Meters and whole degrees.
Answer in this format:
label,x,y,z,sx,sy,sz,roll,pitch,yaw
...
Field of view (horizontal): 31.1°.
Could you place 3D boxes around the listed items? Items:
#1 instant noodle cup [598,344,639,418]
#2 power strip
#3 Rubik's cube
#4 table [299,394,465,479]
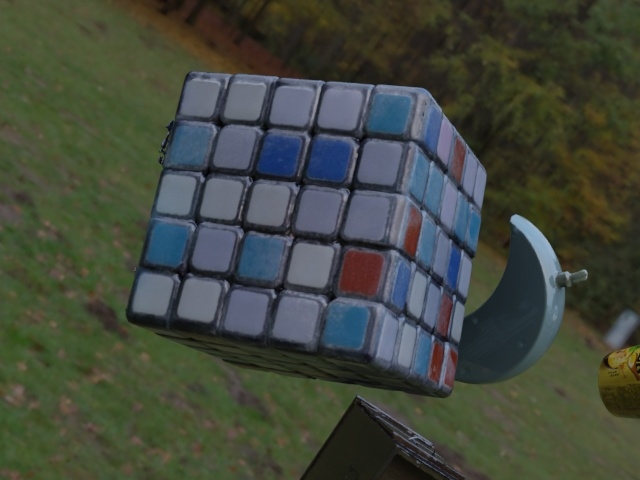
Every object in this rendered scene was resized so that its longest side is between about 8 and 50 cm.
label,x,y,z,sx,sy,sz,roll,pitch,yaw
instant noodle cup,0.551,0.240,1.939,0.151,0.151,0.122,32,-30,-31
power strip,0.217,0.084,1.420,0.054,0.253,0.168,-1,58,-53
Rubik's cube,0.000,0.000,1.273,0.293,0.292,0.287,5,-13,23
table,0.106,0.375,1.785,0.169,0.172,0.193,34,0,-21
